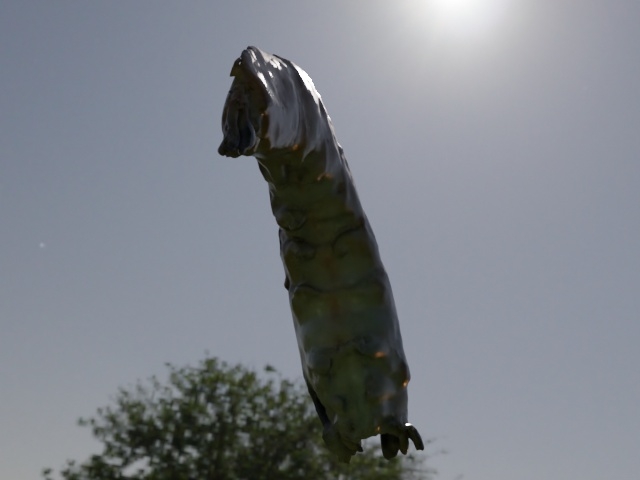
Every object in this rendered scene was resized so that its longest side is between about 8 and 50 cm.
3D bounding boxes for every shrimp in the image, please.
[{"bbox_3d":[0.000,-0.012,0.547,0.068,0.185,0.287,-12,-44,3],"label":"shrimp"}]
